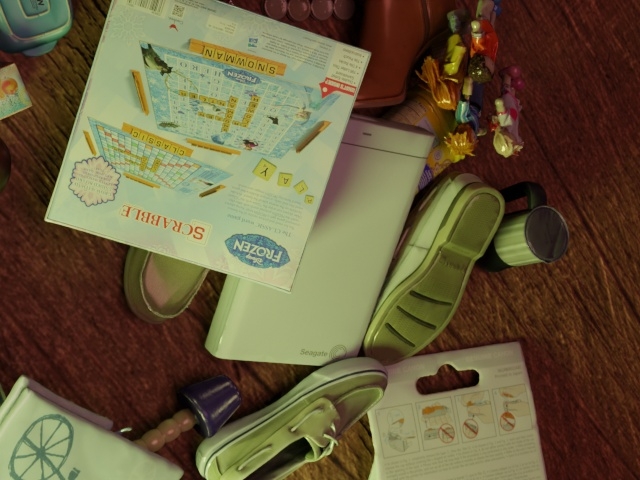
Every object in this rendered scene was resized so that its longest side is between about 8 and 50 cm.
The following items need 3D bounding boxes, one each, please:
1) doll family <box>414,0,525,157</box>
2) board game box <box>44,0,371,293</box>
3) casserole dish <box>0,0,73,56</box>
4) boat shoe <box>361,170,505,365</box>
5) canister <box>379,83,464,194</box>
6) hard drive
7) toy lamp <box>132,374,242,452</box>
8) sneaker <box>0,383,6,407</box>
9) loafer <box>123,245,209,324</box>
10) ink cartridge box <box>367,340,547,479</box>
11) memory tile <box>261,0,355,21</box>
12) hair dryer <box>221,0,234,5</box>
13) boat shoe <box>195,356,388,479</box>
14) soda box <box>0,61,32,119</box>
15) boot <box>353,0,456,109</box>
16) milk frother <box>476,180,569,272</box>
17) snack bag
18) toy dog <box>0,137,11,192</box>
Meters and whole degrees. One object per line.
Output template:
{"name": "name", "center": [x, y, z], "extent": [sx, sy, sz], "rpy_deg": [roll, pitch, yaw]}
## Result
{"name": "doll family", "center": [0.205, -0.209, 1.900], "extent": [0.263, 0.118, 0.163], "rpy_deg": [60, 35, -51]}
{"name": "board game box", "center": [-0.138, -0.131, 1.678], "extent": [0.319, 0.066, 0.318], "rpy_deg": [18, 98, -10]}
{"name": "casserole dish", "center": [-0.360, -0.314, 1.653], "extent": [0.114, 0.037, 0.188], "rpy_deg": [-24, 109, -27]}
{"name": "boat shoe", "center": [0.148, 0.039, 1.970], "extent": [0.113, 0.103, 0.302], "rpy_deg": [31, 96, -35]}
{"name": "canister", "center": [0.114, -0.123, 1.947], "extent": [0.170, 0.073, 0.126], "rpy_deg": [-41, 117, -19]}
{"name": "hard drive", "center": [0.000, 0.000, 1.843], "extent": [0.233, 0.047, 0.353], "rpy_deg": [8, 109, -35]}
{"name": "toy lamp", "center": [-0.225, 0.265, 1.784], "extent": [0.275, 0.080, 0.080], "rpy_deg": [-31, 111, -22]}
{"name": "sneaker", "center": [-0.472, 0.164, 1.602], "extent": [0.182, 0.127, 0.315], "rpy_deg": [-14, 101, -22]}
{"name": "loafer", "center": [-0.166, -0.016, 1.775], "extent": [0.102, 0.092, 0.268], "rpy_deg": [29, 80, -31]}
{"name": "ink cartridge box", "center": [0.196, 0.362, 2.072], "extent": [0.308, 0.091, 0.384], "rpy_deg": [-6, 82, -31]}
{"name": "memory tile", "center": [-0.015, -0.356, 1.875], "extent": [0.148, 0.012, 0.113], "rpy_deg": [-5, 99, -32]}
{"name": "hair dryer", "center": [-0.151, -0.194, 1.741], "extent": [0.293, 0.080, 0.223], "rpy_deg": [-40, 98, -6]}
{"name": "boat shoe", "center": [-0.023, 0.264, 1.880], "extent": [0.302, 0.094, 0.109], "rpy_deg": [-28, 139, -20]}
{"name": "soda box", "center": [-0.437, -0.150, 1.609], "extent": [0.183, 0.063, 0.058], "rpy_deg": [-28, 111, -25]}
{"name": "boot", "center": [0.084, -0.305, 1.874], "extent": [0.283, 0.109, 0.220], "rpy_deg": [-26, 115, -34]}
{"name": "milk frother", "center": [0.262, -0.015, 2.012], "extent": [0.143, 0.135, 0.129], "rpy_deg": [-15, 90, -31]}
{"name": "snack bag", "center": [-0.333, 0.350, 1.637], "extent": [0.323, 0.037, 0.342], "rpy_deg": [-59, 142, -6]}
{"name": "toy dog", "center": [-0.519, -0.081, 1.357], "extent": [0.408, 0.395, 0.284], "rpy_deg": [-30, 102, -6]}
